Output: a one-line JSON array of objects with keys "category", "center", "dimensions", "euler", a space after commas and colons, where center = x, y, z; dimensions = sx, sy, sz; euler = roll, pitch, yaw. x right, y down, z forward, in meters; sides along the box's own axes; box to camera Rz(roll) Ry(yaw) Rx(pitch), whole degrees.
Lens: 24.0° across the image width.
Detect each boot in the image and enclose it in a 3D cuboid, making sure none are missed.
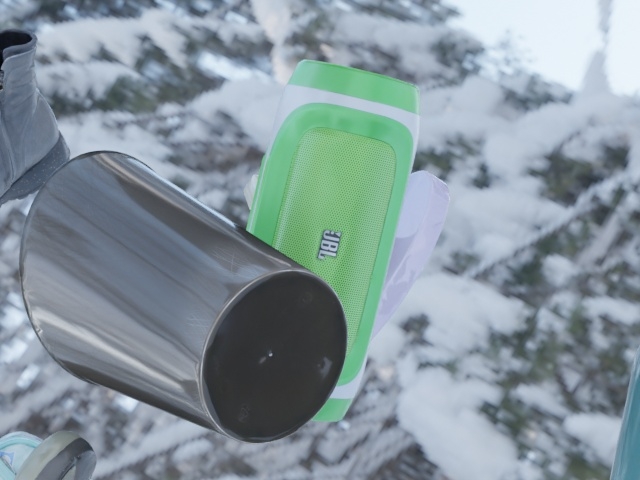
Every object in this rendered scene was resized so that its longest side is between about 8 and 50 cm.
[{"category": "boot", "center": [-0.464, -0.103, 1.859], "dimensions": [0.338, 0.118, 0.222], "euler": [-51, -30, -29]}]

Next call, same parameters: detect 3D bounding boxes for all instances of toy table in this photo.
[{"category": "toy table", "center": [0.001, 0.010, 1.707], "dimensions": [0.161, 0.252, 0.274], "euler": [30, -86, -21]}]

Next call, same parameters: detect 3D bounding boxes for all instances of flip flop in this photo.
[{"category": "flip flop", "center": [-0.249, 0.228, 1.092], "dimensions": [0.277, 0.080, 0.112], "euler": [-58, -4, 35]}]

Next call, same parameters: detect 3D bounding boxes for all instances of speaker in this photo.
[{"category": "speaker", "center": [0.000, 0.000, 1.303], "dimensions": [0.131, 0.131, 0.296], "euler": [8, -85, -63]}]

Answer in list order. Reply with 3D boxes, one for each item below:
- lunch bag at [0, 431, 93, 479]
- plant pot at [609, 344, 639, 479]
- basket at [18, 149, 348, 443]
[{"category": "lunch bag", "center": [-0.314, 0.356, 1.677], "dimensions": [0.224, 0.279, 0.108], "euler": [-46, 5, -5]}, {"category": "plant pot", "center": [0.316, 0.215, 0.984], "dimensions": [0.293, 0.293, 0.235], "euler": [79, -149, -54]}, {"category": "basket", "center": [-0.099, 0.051, 1.111], "dimensions": [0.154, 0.227, 0.204], "euler": [-30, -60, -29]}]
